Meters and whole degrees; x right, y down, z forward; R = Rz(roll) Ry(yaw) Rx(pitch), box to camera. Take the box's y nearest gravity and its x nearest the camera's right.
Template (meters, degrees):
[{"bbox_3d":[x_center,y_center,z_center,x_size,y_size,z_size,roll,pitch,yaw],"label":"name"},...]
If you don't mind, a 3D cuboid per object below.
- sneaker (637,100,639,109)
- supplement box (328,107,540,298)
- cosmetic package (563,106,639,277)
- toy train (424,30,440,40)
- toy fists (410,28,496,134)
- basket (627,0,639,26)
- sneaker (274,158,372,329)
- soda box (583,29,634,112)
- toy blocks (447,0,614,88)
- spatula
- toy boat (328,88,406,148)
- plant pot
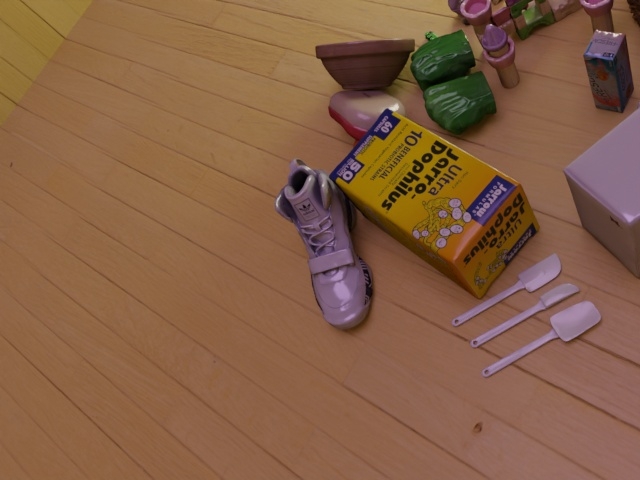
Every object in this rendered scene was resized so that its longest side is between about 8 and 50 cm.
[{"bbox_3d":[0.698,-0.313,1.343,0.211,0.080,0.081,-36,41,1],"label":"sneaker"},{"bbox_3d":[0.226,-0.079,1.402,0.194,0.195,0.356,-50,53,-2],"label":"supplement box"},{"bbox_3d":[0.662,-0.166,1.184,0.453,0.230,0.161,-39,52,5],"label":"cosmetic package"},{"bbox_3d":[0.283,-0.488,1.694,0.024,0.017,0.083,-33,53,-2],"label":"toy train"},{"bbox_3d":[0.292,-0.356,1.575,0.142,0.096,0.279,-18,56,8],"label":"toy fists"},{"bbox_3d":[0.718,-0.499,1.287,0.223,0.213,0.299,-25,33,16],"label":"basket"},{"bbox_3d":[0.000,0.000,1.477,0.137,0.210,0.365,-20,57,20],"label":"sneaker"},{"bbox_3d":[0.562,-0.325,1.348,0.058,0.183,0.063,22,78,36],"label":"soda box"},{"bbox_3d":[0.429,-0.552,1.493,0.289,0.260,0.309,-28,55,15],"label":"toy blocks"},{"bbox_3d":[0.380,0.147,1.309,0.242,0.019,0.168,-33,55,11],"label":"spatula"},{"bbox_3d":[0.107,-0.259,1.605,0.151,0.151,0.231,-6,23,-12],"label":"toy boat"},{"bbox_3d":[0.110,-0.422,1.666,0.237,0.237,0.109,3,105,30],"label":"plant pot"}]
